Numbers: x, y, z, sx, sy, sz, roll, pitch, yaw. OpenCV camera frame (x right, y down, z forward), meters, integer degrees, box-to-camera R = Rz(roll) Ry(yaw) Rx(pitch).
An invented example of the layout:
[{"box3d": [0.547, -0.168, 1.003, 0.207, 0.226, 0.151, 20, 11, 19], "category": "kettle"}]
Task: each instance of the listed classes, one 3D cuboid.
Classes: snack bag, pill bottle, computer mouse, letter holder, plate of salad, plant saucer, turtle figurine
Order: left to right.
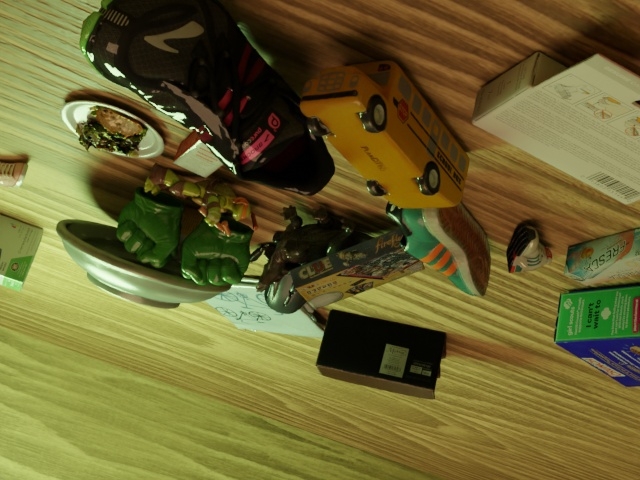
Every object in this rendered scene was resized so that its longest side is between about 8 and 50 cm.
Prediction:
[{"box3d": [-0.386, -0.194, 1.787, 0.200, 0.048, 0.200, 13, 158, 5], "category": "plate of salad"}, {"box3d": [-0.395, 0.066, 2.125, 0.401, 0.100, 0.400, 21, -174, -2], "category": "plant saucer"}, {"box3d": [-0.290, -0.014, 2.061, 0.209, 0.117, 0.117, 11, 158, 10], "category": "pill bottle"}, {"box3d": [-0.223, -0.085, 1.863, 0.217, 0.087, 0.269, 20, -169, 3], "category": "turtle figurine"}, {"box3d": [-0.156, 0.172, 2.528, 0.323, 0.037, 0.342, 3, 155, 29], "category": "snack bag"}, {"box3d": [-0.100, 0.100, 2.232, 0.184, 0.060, 0.262, 23, 146, -15], "category": "computer mouse"}, {"box3d": [0.161, 0.309, 2.495, 0.302, 0.152, 0.214, 11, 159, 11], "category": "letter holder"}]

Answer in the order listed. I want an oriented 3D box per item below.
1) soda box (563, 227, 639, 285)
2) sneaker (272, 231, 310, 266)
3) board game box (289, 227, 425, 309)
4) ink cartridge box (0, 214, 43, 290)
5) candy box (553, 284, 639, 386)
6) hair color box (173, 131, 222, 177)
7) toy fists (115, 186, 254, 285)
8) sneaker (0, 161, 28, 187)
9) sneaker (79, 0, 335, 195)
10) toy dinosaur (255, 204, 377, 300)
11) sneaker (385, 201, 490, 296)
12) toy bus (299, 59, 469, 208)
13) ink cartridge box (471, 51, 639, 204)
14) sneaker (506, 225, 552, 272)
[{"box3d": [0.518, 0.030, 1.707, 0.063, 0.058, 0.183, 26, 155, -24], "category": "soda box"}, {"box3d": [-0.028, 0.046, 2.067, 0.170, 0.089, 0.051, 16, 158, -3], "category": "sneaker"}, {"box3d": [0.076, 0.057, 1.911, 0.243, 0.042, 0.165, -21, 158, 5], "category": "board game box"}, {"box3d": [-0.828, 0.015, 2.439, 0.213, 0.154, 0.093, 21, 157, -12], "category": "ink cartridge box"}, {"box3d": [0.669, 0.189, 1.904, 0.268, 0.122, 0.317, 30, 153, -33], "category": "candy box"}, {"box3d": [-0.206, -0.163, 1.748, 0.072, 0.043, 0.141, 25, 157, -22], "category": "hair color box"}, {"box3d": [-0.276, 0.005, 1.944, 0.279, 0.142, 0.096, 20, -162, 0], "category": "toy fists"}, {"box3d": [-0.682, -0.147, 2.093, 0.070, 0.050, 0.134, 23, 162, -31], "category": "sneaker"}, {"box3d": [-0.125, -0.205, 1.348, 0.202, 0.185, 0.483, 43, -171, 38], "category": "sneaker"}, {"box3d": [0.000, 0.000, 1.938, 0.314, 0.121, 0.160, -18, 158, -1], "category": "toy dinosaur"}, {"box3d": [0.222, 0.002, 1.788, 0.121, 0.108, 0.302, 1, 146, 33], "category": "sneaker"}, {"box3d": [0.104, -0.157, 1.440, 0.108, 0.130, 0.333, 1, 154, 35], "category": "toy bus"}, {"box3d": [0.400, -0.164, 1.312, 0.296, 0.066, 0.261, 24, 157, -21], "category": "ink cartridge box"}, {"box3d": [0.391, 0.015, 1.778, 0.075, 0.057, 0.161, -1, 156, -2], "category": "sneaker"}]
